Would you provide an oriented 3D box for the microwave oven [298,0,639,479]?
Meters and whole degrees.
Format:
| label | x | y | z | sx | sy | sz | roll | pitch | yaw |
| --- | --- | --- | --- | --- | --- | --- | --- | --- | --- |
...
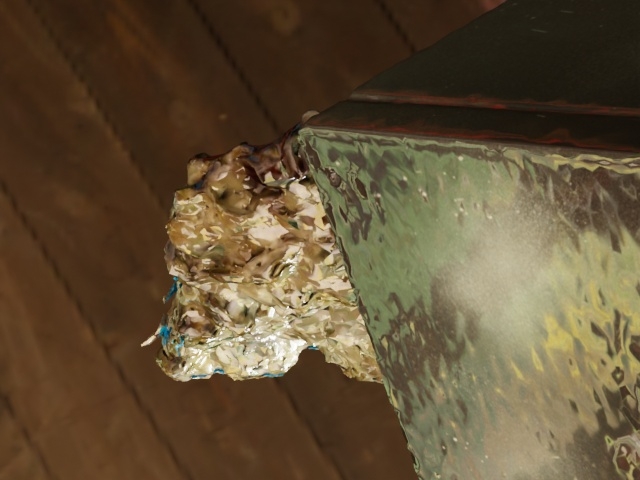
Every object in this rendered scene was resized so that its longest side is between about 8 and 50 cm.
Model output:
| label | x | y | z | sx | sy | sz | roll | pitch | yaw |
| --- | --- | --- | --- | --- | --- | --- | --- | --- | --- |
| microwave oven | 0.241 | 0.080 | 0.765 | 0.236 | 0.374 | 0.432 | 11 | -55 | 52 |

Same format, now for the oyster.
| label | x | y | z | sx | sy | sz | roll | pitch | yaw |
| --- | --- | --- | --- | --- | --- | --- | --- | --- | --- |
| oyster | 0.000 | 0.007 | 0.932 | 0.259 | 0.198 | 0.092 | -19 | -129 | 40 |
